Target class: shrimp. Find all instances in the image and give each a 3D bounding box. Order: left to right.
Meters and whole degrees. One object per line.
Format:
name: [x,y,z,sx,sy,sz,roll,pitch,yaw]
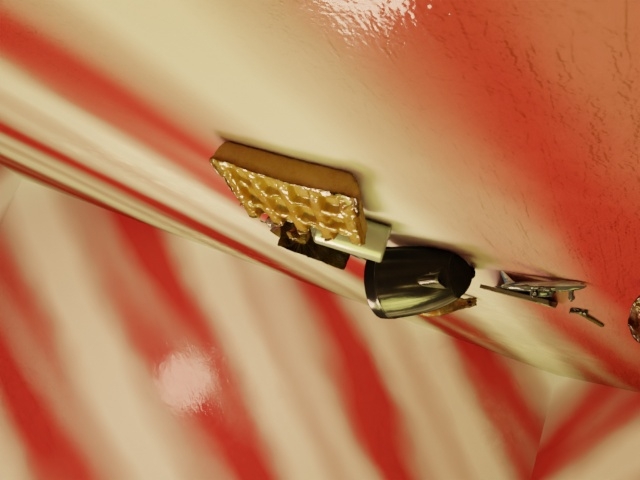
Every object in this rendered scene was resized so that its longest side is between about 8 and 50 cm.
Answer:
shrimp: [0.469,0.236,1.987,0.248,0.150,0.068,1,127,17]

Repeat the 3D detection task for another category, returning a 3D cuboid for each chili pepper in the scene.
chili pepper: [-0.126,-0.067,1.671,0.153,0.041,0.050,-8,176,34]

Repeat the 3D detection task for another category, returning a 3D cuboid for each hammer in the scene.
hammer: [0.826,0.240,1.606,0.182,0.017,0.062,26,168,-36]

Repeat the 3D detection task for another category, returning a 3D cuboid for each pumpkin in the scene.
pumpkin: [-0.003,-0.001,1.560,0.247,0.131,0.126,20,179,-31]

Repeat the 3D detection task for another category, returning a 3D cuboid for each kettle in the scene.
kettle: [0.294,0.118,1.446,0.271,0.208,0.251,-10,142,34]

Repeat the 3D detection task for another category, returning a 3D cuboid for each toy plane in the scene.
toy plane: [0.565,0.120,1.341,0.225,0.058,0.226,7,-179,-43]

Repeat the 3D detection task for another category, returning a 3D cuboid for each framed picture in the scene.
framed picture: [0.578,0.164,1.509,0.188,0.023,0.260,13,179,30]

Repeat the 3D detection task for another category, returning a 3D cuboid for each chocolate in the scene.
chocolate: [0.717,0.156,1.073,0.124,0.127,0.133,34,155,-7]

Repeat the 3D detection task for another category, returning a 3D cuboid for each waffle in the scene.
waffle: [-0.056,-0.100,1.207,0.347,0.078,0.304,17,162,16]

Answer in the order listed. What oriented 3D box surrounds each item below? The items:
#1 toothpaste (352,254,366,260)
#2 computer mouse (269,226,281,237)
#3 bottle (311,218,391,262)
toothpaste: [0.105,0.032,1.786,0.057,0.035,0.197,32,179,30]
computer mouse: [-0.119,-0.025,1.860,0.102,0.045,0.199,26,167,-20]
bottle: [0.059,-0.024,1.383,0.245,0.104,0.104,17,169,8]
